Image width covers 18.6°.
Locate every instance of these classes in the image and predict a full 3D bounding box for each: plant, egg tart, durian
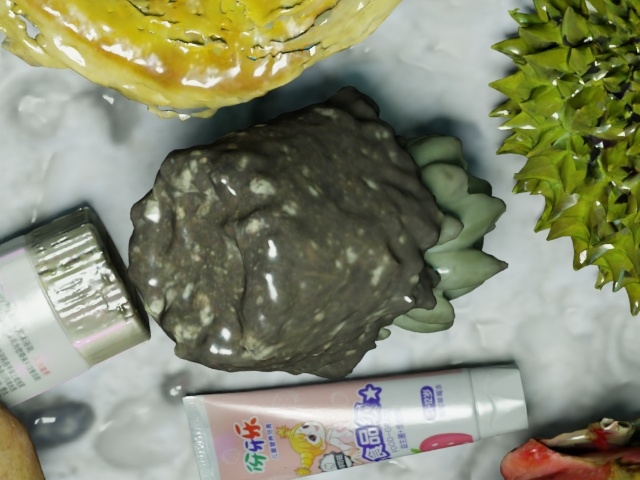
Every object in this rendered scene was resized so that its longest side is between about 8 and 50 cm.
[{"bbox_3d":[0.000,0.000,1.039,0.132,0.194,0.129,-43,65,39],"label":"plant"},{"bbox_3d":[-0.059,-0.202,1.005,0.290,0.107,0.291,-1,101,-4],"label":"egg tart"},{"bbox_3d":[0.247,-0.031,1.102,0.355,0.157,0.169,28,66,-13],"label":"durian"}]

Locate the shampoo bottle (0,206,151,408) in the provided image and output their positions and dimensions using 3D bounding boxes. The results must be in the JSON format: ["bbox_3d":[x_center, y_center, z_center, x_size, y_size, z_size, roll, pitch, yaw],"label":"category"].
[{"bbox_3d":[-0.213,0.065,1.087,0.227,0.056,0.086,-26,114,2],"label":"shampoo bottle"}]

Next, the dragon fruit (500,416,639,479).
[{"bbox_3d":[0.210,0.227,1.080,0.291,0.269,0.250,-12,116,1],"label":"dragon fruit"}]

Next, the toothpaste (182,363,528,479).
[{"bbox_3d":[0.022,0.105,1.135,0.194,0.043,0.067,-10,110,3],"label":"toothpaste"}]

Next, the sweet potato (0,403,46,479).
[{"bbox_3d":[-0.178,0.156,1.091,0.067,0.059,0.281,8,128,29],"label":"sweet potato"}]
